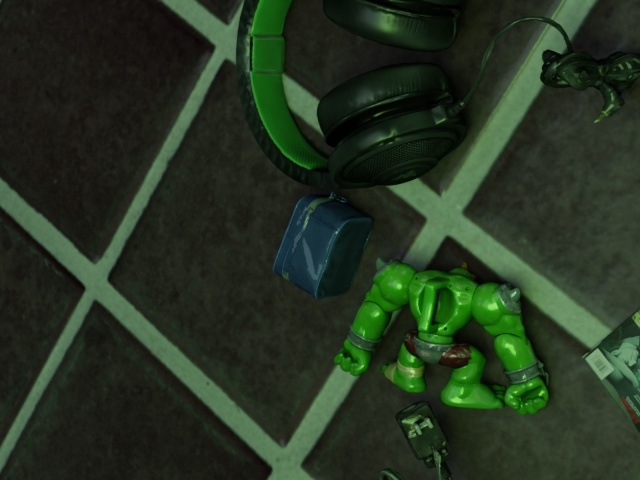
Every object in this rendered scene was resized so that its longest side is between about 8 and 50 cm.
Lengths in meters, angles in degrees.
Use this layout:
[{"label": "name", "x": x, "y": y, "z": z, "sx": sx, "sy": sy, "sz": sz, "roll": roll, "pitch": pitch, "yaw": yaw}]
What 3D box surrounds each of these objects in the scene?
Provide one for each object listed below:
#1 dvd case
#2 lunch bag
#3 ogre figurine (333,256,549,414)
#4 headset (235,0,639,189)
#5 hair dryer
[{"label": "dvd case", "x": 0.293, "y": 0.098, "z": 1.296, "sx": 0.119, "sy": 0.013, "sz": 0.087, "roll": -45, "pitch": 69, "yaw": 24}, {"label": "lunch bag", "x": 0.000, "y": 0.000, "z": 1.445, "sx": 0.065, "sy": 0.067, "sz": 0.098, "roll": 28, "pitch": 105, "yaw": 28}, {"label": "ogre figurine", "x": 0.112, "y": 0.084, "z": 1.363, "sx": 0.197, "sy": 0.097, "sz": 0.118, "roll": 21, "pitch": 114, "yaw": 41}, {"label": "headset", "x": 0.088, "y": -0.163, "z": 1.371, "sx": 0.394, "sy": 0.185, "sz": 0.243, "roll": 10, "pitch": 102, "yaw": 47}, {"label": "hair dryer", "x": 0.095, "y": 0.302, "z": 1.307, "sx": 0.080, "sy": 0.223, "sz": 0.293, "roll": -16, "pitch": 103, "yaw": 15}]
